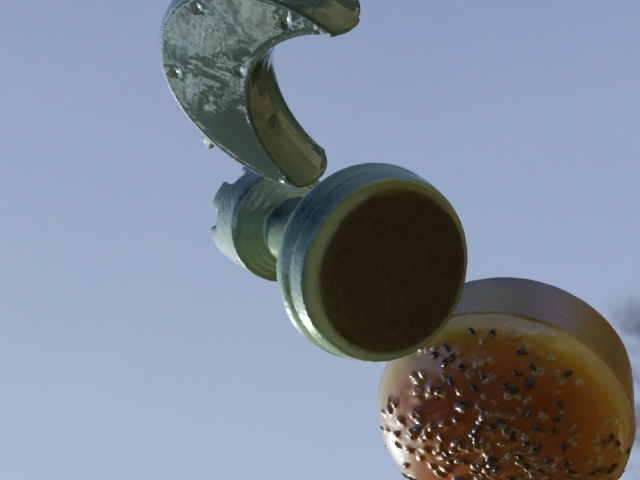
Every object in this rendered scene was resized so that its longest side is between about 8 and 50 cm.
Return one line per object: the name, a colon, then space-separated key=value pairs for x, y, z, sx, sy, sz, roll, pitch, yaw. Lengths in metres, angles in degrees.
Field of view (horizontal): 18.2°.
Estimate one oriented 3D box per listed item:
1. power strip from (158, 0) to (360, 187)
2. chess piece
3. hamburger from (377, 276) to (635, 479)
power strip: x=-0.056 y=-0.143 z=1.664 sx=0.054 sy=0.167 sz=0.253 roll=-55 pitch=-10 yaw=-34
chess piece: x=0.000 y=0.000 z=2.024 sx=0.194 sy=0.299 sz=0.195 roll=-6 pitch=-76 yaw=-26
hamburger: x=0.206 y=0.184 z=2.170 sx=0.176 sy=0.300 sz=0.300 roll=-67 pitch=-8 yaw=-46
